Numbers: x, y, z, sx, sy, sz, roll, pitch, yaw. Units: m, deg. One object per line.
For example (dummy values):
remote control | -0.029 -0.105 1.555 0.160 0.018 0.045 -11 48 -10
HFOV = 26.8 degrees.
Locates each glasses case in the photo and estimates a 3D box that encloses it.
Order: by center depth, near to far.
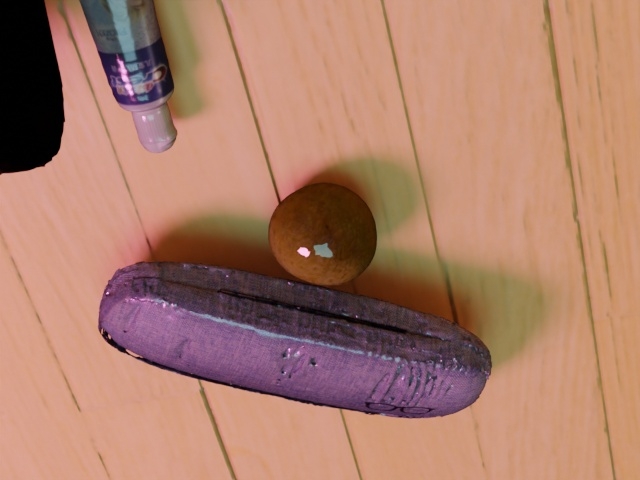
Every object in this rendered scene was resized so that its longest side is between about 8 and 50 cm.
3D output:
glasses case | -0.017 0.072 0.955 0.282 0.067 0.109 12 149 -10

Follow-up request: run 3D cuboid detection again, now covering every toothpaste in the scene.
toothpaste | -0.127 -0.152 0.828 0.062 0.037 0.216 -8 120 8

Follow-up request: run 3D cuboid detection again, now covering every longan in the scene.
longan | 0.000 0.000 0.916 0.075 0.075 0.083 16 142 -11

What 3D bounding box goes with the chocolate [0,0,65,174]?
chocolate | -0.301 -0.161 0.715 0.210 0.225 0.340 -10 122 16
